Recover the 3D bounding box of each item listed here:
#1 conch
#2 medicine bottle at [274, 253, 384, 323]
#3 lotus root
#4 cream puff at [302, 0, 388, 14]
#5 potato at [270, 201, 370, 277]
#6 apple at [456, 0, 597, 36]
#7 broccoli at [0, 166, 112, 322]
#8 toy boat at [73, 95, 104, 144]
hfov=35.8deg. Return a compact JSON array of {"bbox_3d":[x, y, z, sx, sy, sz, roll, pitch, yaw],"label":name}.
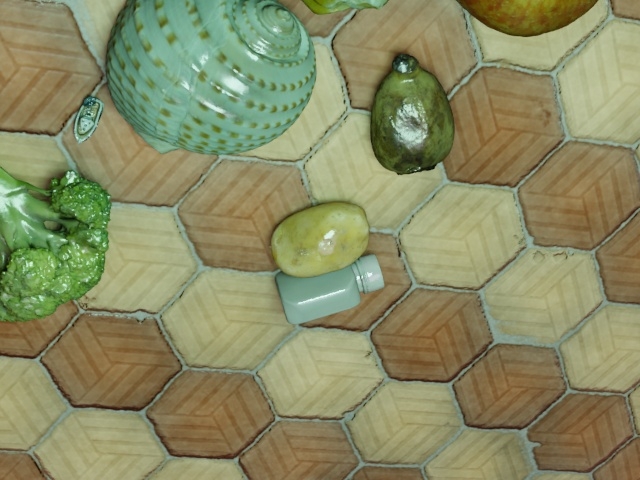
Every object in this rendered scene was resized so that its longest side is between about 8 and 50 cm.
[{"bbox_3d":[-0.176,-0.245,1.473,0.303,0.215,0.319,39,106,-17],"label":"conch"},{"bbox_3d":[0.017,0.079,1.752,0.183,0.119,0.069,-18,119,-3],"label":"medicine bottle"},{"bbox_3d":[0.148,-0.203,1.608,0.139,0.138,0.214,-8,121,-7],"label":"lotus root"},{"bbox_3d":[0.037,-0.511,1.311,0.379,0.275,0.378,19,140,16],"label":"cream puff"},{"bbox_3d":[0.000,0.000,1.707,0.178,0.109,0.118,-19,119,5],"label":"potato"},{"bbox_3d":[0.295,-0.447,1.419,0.277,0.250,0.309,-38,118,12],"label":"apple"},{"bbox_3d":[-0.455,-0.008,1.566,0.254,0.186,0.302,-7,128,3],"label":"broccoli"},{"bbox_3d":[-0.368,-0.189,1.564,0.038,0.038,0.083,18,114,-20],"label":"toy boat"}]
